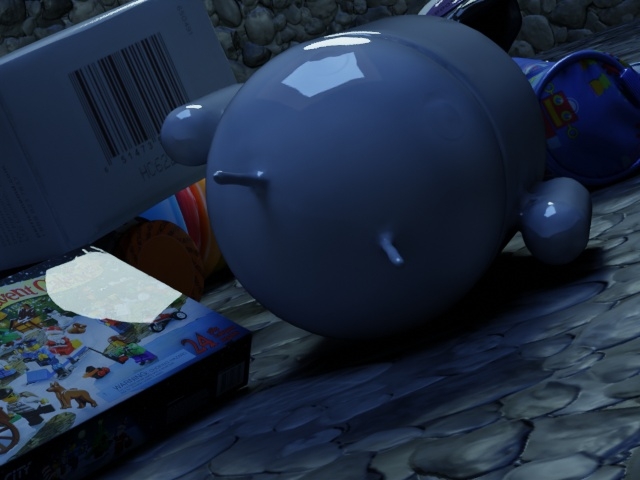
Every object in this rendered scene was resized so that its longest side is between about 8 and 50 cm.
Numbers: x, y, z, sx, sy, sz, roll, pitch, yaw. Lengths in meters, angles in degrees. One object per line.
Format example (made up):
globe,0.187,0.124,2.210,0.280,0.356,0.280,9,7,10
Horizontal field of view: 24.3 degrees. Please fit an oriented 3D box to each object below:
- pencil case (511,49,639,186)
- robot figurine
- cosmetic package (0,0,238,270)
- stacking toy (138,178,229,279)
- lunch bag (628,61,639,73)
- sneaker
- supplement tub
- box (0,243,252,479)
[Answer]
pencil case,0.217,-0.118,1.416,0.133,0.119,0.306,-43,10,-3
robot figurine,0.045,-0.049,1.028,0.300,0.200,0.353,13,16,15
cosmetic package,-0.293,-0.075,1.342,0.230,0.161,0.453,-33,15,-39
stacking toy,-0.115,-0.027,1.612,0.302,0.166,0.175,-10,-16,-46
lunch bag,0.317,-0.130,1.385,0.053,0.083,0.071,-24,8,-30
sneaker,0.093,-0.125,1.406,0.283,0.107,0.124,-61,16,-10
supplement tub,-0.201,0.042,1.335,0.190,0.117,0.117,-14,8,41
box,-0.179,0.085,0.934,0.159,0.044,0.233,26,34,32
